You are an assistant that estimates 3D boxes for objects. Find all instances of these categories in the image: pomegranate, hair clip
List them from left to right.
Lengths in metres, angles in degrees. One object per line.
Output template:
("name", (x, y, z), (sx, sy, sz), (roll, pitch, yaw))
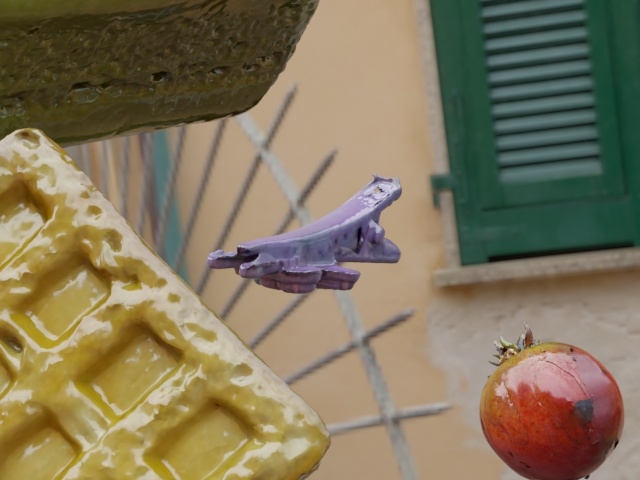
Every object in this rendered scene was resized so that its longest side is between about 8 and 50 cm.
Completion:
("hair clip", (0.002, 0.012, 1.418), (0.137, 0.090, 0.278), (18, 31, 37))
("pomegranate", (0.332, 0.241, 1.894), (0.210, 0.235, 0.210), (-16, -35, -12))

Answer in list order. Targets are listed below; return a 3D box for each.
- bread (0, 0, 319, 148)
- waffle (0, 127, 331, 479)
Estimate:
("bread", (-0.170, -0.204, 1.005), (0.376, 0.208, 0.251), (-13, -31, -43))
("waffle", (-0.137, 0.079, 0.737), (0.168, 0.274, 0.057), (-44, -17, -6))
